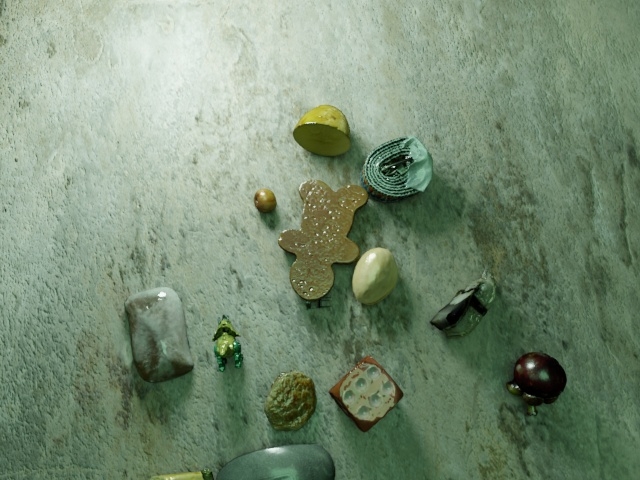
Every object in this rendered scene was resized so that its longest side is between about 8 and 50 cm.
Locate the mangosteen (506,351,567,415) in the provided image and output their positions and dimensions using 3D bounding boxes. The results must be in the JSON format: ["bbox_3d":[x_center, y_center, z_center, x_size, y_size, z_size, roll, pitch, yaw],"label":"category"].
[{"bbox_3d":[0.689,0.446,1.780,0.184,0.172,0.172,-40,80,8],"label":"mangosteen"}]

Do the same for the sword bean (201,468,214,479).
[{"bbox_3d":[-0.314,0.816,1.656,0.038,0.043,0.269,-12,86,14],"label":"sword bean"}]

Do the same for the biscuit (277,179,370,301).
[{"bbox_3d":[0.001,0.001,1.899,0.283,0.064,0.432,10,74,5],"label":"biscuit"}]

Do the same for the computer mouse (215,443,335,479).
[{"bbox_3d":[-0.139,0.725,1.677,0.374,0.114,0.203,-15,78,-6],"label":"computer mouse"}]

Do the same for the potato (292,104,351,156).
[{"bbox_3d":[0.015,-0.409,1.965,0.203,0.178,0.158,0,59,15],"label":"potato"}]

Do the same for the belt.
[{"bbox_3d":[0.269,-0.240,1.937,0.257,0.150,0.207,-19,86,-7],"label":"belt"}]

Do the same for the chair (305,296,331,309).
[{"bbox_3d":[-0.006,0.209,1.857,0.086,0.042,0.037,-1,72,-4],"label":"chair"}]

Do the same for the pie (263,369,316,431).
[{"bbox_3d":[-0.095,0.510,1.756,0.163,0.079,0.193,35,76,-2],"label":"pie"}]

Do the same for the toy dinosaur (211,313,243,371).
[{"bbox_3d":[-0.290,0.335,1.718,0.094,0.259,0.153,-13,104,-4],"label":"toy dinosaur"}]

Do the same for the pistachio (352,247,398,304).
[{"bbox_3d":[0.182,0.118,1.851,0.145,0.117,0.200,16,74,16],"label":"pistachio"}]

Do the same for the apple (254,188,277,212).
[{"bbox_3d":[-0.189,-0.137,1.919,0.071,0.084,0.084,-6,75,-27],"label":"apple"}]

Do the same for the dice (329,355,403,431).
[{"bbox_3d":[0.144,0.477,1.727,0.175,0.179,0.174,-39,81,-14],"label":"dice"}]

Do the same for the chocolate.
[{"bbox_3d":[-0.525,0.296,1.780,0.185,0.100,0.303,-16,74,-4],"label":"chocolate"}]

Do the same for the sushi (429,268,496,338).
[{"bbox_3d":[0.507,0.218,1.859,0.273,0.134,0.109,-40,94,-27],"label":"sushi"}]

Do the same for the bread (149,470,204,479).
[{"bbox_3d":[-0.417,0.829,1.679,0.178,0.135,0.240,8,71,-36],"label":"bread"}]
